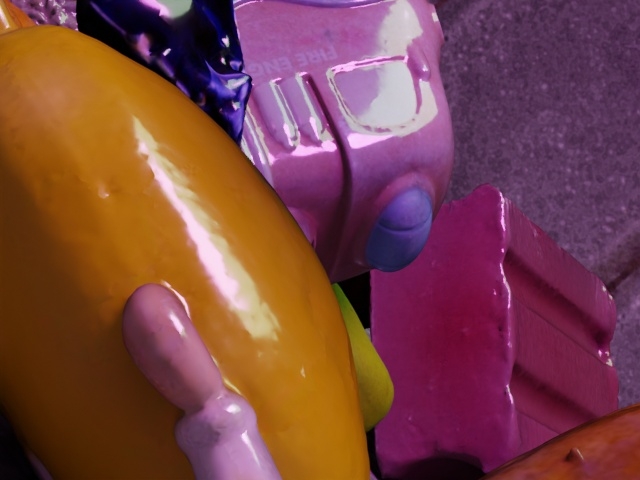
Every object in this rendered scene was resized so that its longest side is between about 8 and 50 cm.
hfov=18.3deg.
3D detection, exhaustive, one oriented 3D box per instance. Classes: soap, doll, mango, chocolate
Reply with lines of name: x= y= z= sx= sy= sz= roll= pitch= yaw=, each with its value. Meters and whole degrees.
soap: x=0.160 y=0.111 z=1.707 sx=0.359 sy=0.128 sz=0.233 roll=33 pitch=53 yaw=-64
doll: x=-0.042 y=0.104 z=0.908 sx=0.423 sy=0.161 sz=0.348 roll=52 pitch=-13 yaw=37
mango: x=-0.010 y=0.074 z=1.476 sx=0.163 sy=0.089 sz=0.117 roll=48 pitch=7 yaw=2
chocolate: x=-0.072 y=-0.050 z=1.089 sx=0.126 sy=0.148 sz=0.343 roll=23 pitch=-37 yaw=24

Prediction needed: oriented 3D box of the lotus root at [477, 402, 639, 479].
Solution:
lotus root: x=0.194 y=0.228 z=1.035 sx=0.316 sy=0.250 sz=0.316 roll=56 pitch=-11 yaw=17

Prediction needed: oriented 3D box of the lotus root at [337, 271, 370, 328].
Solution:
lotus root: x=0.000 y=0.000 z=1.727 sx=0.169 sy=0.141 sz=0.314 roll=34 pitch=-3 yaw=34

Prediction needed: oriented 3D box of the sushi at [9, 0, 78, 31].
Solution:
sushi: x=-0.225 y=-0.175 z=1.595 sx=0.150 sy=0.090 sz=0.078 roll=45 pitch=3 yaw=-2

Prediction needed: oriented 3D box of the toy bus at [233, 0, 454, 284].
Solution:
toy bus: x=-0.031 y=-0.066 z=1.404 sx=0.232 sy=0.294 sz=0.197 roll=62 pitch=-27 yaw=32

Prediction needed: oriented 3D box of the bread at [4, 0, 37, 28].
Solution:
bread: x=-0.227 y=-0.090 z=1.091 sx=0.210 sy=0.099 sz=0.235 roll=41 pitch=14 yaw=-28
